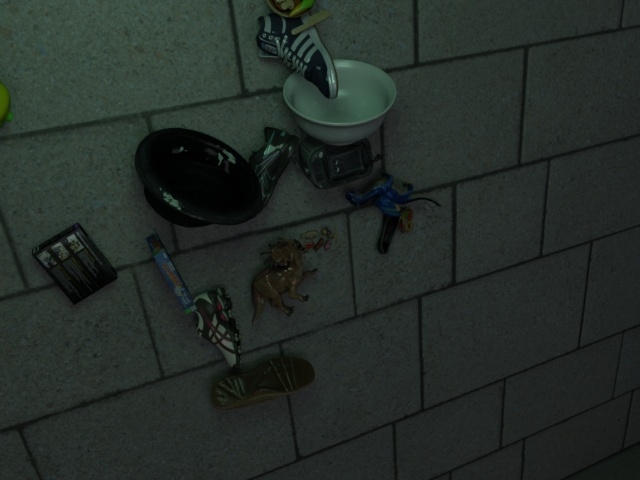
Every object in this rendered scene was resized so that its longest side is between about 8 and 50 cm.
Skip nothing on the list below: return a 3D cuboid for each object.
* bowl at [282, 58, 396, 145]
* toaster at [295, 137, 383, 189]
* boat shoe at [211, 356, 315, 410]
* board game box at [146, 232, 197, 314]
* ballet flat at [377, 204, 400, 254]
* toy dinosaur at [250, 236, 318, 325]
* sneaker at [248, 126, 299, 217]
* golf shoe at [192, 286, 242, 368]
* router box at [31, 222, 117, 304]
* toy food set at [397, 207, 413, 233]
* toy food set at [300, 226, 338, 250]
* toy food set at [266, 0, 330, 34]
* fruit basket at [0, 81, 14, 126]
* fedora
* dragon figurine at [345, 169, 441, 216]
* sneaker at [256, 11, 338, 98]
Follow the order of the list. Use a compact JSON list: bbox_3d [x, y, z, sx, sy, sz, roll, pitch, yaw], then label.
[{"bbox_3d":[0.049,-0.347,1.536,0.297,0.298,0.134,-18,140,-17],"label":"bowl"},{"bbox_3d":[0.045,-0.237,1.635,0.227,0.146,0.129,-20,119,-16],"label":"toaster"},{"bbox_3d":[-0.187,0.463,1.866,0.341,0.122,0.110,-9,152,-18],"label":"boat shoe"},{"bbox_3d":[-0.406,0.091,1.576,0.035,0.136,0.201,-28,121,-12],"label":"board game box"},{"bbox_3d":[0.226,-0.037,1.862,0.057,0.049,0.173,7,107,-26],"label":"ballet flat"},{"bbox_3d":[-0.134,0.110,1.726,0.295,0.127,0.200,-41,116,11],"label":"toy dinosaur"},{"bbox_3d":[-0.160,-0.188,1.608,0.106,0.101,0.267,27,97,-12],"label":"sneaker"},{"bbox_3d":[-0.306,0.270,1.736,0.120,0.105,0.273,-13,112,-2],"label":"golf shoe"},{"bbox_3d":[-0.637,0.062,1.509,0.133,0.046,0.179,-32,122,-10],"label":"router box"},{"bbox_3d":[0.277,-0.063,1.874,0.082,0.020,0.083,-16,121,-49],"label":"toy food set"},{"bbox_3d":[0.000,0.000,1.792,0.122,0.019,0.078,-16,117,-18],"label":"toy food set"},{"bbox_3d":[-0.071,-0.608,1.416,0.132,0.038,0.192,-34,84,-13],"label":"toy food set"},{"bbox_3d":[-0.815,-0.369,1.160,0.392,0.283,0.392,-44,165,-15],"label":"fruit basket"},{"bbox_3d":[-0.324,-0.132,1.482,0.334,0.334,0.152,15,138,-29],"label":"fedora"},{"bbox_3d":[0.217,-0.124,1.780,0.289,0.085,0.144,23,98,-16],"label":"dragon figurine"},{"bbox_3d":[-0.066,-0.461,1.451,0.153,0.099,0.282,-19,74,-13],"label":"sneaker"}]
